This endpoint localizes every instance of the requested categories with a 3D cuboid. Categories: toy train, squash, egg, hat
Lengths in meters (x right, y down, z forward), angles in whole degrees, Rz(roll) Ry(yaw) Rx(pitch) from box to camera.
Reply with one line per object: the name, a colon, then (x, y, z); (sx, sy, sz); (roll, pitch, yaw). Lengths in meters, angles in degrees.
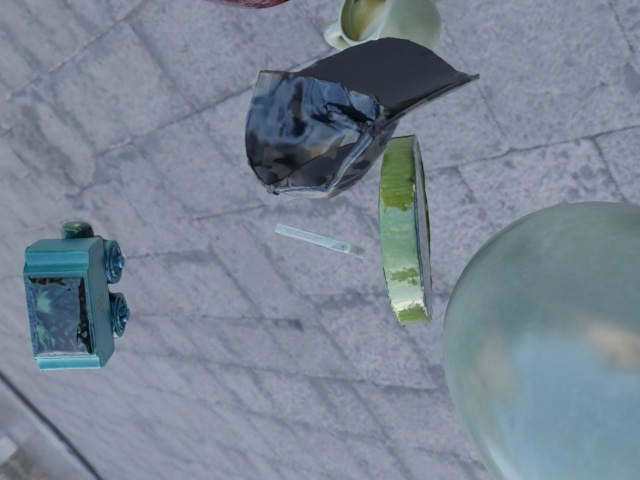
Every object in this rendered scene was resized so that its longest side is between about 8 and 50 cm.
toy train: (-0.321, 0.079, 0.983); (0.107, 0.154, 0.197); (-2, 103, 1)
squash: (0.100, -0.011, 0.847); (0.041, 0.219, 0.219); (-4, 134, 11)
egg: (0.237, 0.109, 0.545); (0.352, 0.259, 0.258); (54, 166, 49)
hat: (0.083, -0.212, 1.344); (0.366, 0.382, 0.257); (49, 138, 47)

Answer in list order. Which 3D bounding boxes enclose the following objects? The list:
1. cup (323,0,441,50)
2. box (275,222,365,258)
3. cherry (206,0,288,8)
cup: (0.142, -0.489, 1.763); (0.255, 0.202, 0.173); (-36, 60, 36)
box: (0.000, 0.000, 1.499); (0.167, 0.024, 0.090); (17, 178, 23)
cherry: (-0.110, -0.395, 0.881); (0.301, 0.230, 0.203); (17, 171, 2)
